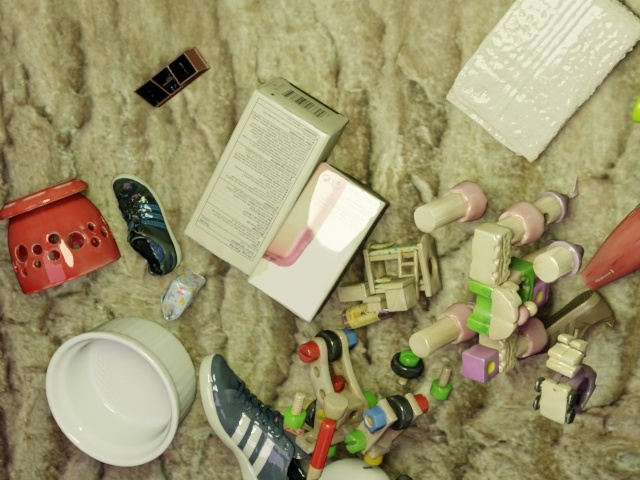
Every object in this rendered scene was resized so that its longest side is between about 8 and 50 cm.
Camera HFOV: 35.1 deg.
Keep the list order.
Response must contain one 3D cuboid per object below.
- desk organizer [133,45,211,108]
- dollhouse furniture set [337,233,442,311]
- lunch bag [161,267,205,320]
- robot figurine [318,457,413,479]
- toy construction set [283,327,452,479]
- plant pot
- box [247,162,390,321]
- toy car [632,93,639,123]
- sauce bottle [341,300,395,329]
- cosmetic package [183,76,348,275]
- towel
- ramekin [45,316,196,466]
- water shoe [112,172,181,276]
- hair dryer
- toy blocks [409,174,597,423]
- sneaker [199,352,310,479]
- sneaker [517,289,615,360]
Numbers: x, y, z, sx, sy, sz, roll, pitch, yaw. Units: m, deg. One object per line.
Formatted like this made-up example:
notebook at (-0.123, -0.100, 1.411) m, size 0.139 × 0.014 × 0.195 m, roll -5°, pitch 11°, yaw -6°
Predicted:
desk organizer at (-0.260, -0.280, 1.764) m, size 0.130 × 0.050 × 0.047 m, roll -32°, pitch 96°, yaw 26°
dollhouse furniture set at (0.084, 0.057, 1.693) m, size 0.182 × 0.161 × 0.101 m, roll -7°, pitch 97°, yaw 29°
lunch bag at (-0.261, 0.103, 1.886) m, size 0.053 × 0.071 × 0.083 m, roll 31°, pitch 116°, yaw 5°
robot figurine at (0.072, 0.529, 1.845) m, size 0.173 × 0.209 × 0.278 m, roll 1°, pitch 123°, yaw 25°
toy construction set at (0.038, 0.325, 1.749) m, size 0.257 × 0.309 × 0.237 m, roll 25°, pitch 120°, yaw 18°
plant pot at (-0.485, -0.011, 1.860) m, size 0.191 × 0.191 × 0.174 m, roll -17°, pitch 100°, yaw 23°
box at (0.000, 0.000, 1.681) m, size 0.127 × 0.148 × 0.232 m, roll 33°, pitch 96°, yaw 4°
toy car at (0.561, -0.236, 1.455) m, size 0.155 × 0.149 × 0.188 m, roll 23°, pitch 103°, yaw 22°
sauce bottle at (0.101, 0.122, 1.785) m, size 0.128 × 0.042 × 0.042 m, roll -22°, pitch 100°, yaw 22°
cosmetic package at (-0.093, -0.108, 1.723) m, size 0.153 × 0.129 × 0.296 m, roll 33°, pitch 115°, yaw 4°
towel at (0.342, -0.275, 1.561) m, size 0.187 × 0.049 × 0.282 m, roll 40°, pitch 115°, yaw 1°
ramekin at (-0.374, 0.281, 1.953) m, size 0.277 × 0.135 × 0.277 m, roll 6°, pitch 109°, yaw 17°
water shoe at (-0.323, -0.030, 1.856) m, size 0.073 × 0.080 × 0.203 m, roll -29°, pitch 97°, yaw 25°
hair dryer at (0.552, 0.037, 1.577) m, size 0.293 × 0.080 × 0.224 m, roll -4°, pitch 108°, yaw 21°
toy blocks at (0.332, 0.069, 1.575) m, size 0.309 × 0.260 × 0.289 m, roll 21°, pitch 121°, yaw 40°
sneaker at (-0.101, 0.351, 1.897) m, size 0.148 × 0.131 × 0.350 m, roll -21°, pitch 106°, yaw 17°
sneaker at (0.399, 0.159, 1.681) m, size 0.188 × 0.066 × 0.071 m, roll -39°, pitch 98°, yaw 27°
